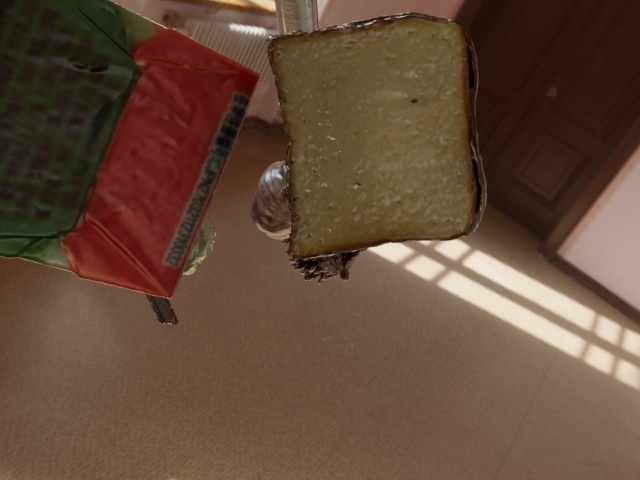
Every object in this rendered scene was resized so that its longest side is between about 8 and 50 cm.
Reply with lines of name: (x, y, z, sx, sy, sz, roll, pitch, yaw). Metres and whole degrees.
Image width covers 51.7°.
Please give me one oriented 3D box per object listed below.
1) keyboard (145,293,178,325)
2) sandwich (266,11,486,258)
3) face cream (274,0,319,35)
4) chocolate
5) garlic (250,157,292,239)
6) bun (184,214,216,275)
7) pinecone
keyboard: (-0.383, 0.090, 1.484, 0.072, 0.231, 0.023, 0, 29, 43)
sandwich: (0.076, -0.139, 0.872, 0.271, 0.301, 0.099, -6, 10, 1)
face cream: (-0.050, -0.478, 1.388, 0.092, 0.311, 0.092, -1, 65, 1)
chocolate: (-0.313, -0.136, 0.909, 0.341, 0.360, 0.161, 20, 4, -29)
garlic: (-0.028, -0.100, 1.365, 0.245, 0.245, 0.160, 10, 52, -36)
bun: (-0.365, -0.011, 1.776, 0.212, 0.203, 0.126, 20, 9, 35)
pinecone: (0.000, 0.000, 1.579, 0.212, 0.186, 0.168, 49, 0, -20)
